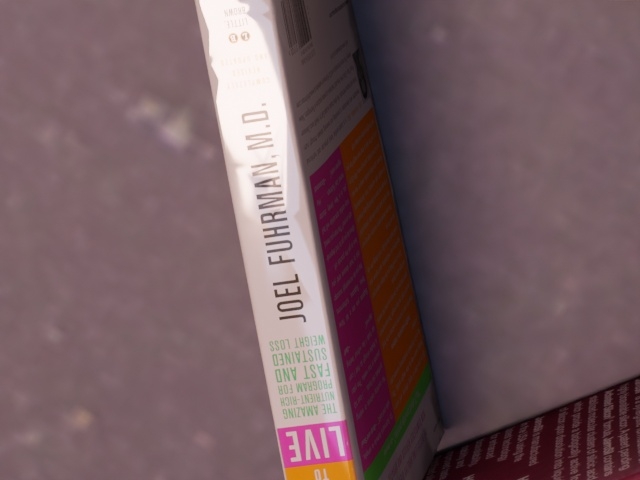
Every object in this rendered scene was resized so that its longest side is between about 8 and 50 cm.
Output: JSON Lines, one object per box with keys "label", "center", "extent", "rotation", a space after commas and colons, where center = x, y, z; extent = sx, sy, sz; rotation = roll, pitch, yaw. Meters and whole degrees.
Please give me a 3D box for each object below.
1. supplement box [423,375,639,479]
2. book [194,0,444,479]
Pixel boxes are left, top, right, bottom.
{"label": "supplement box", "center": [0.071, 0.106, 0.533], "extent": [0.188, 0.081, 0.104], "rotation": [-23, 99, 13]}
{"label": "book", "center": [0.000, 0.000, 0.509], "extent": [0.035, 0.096, 0.144], "rotation": [-7, 102, 11]}
